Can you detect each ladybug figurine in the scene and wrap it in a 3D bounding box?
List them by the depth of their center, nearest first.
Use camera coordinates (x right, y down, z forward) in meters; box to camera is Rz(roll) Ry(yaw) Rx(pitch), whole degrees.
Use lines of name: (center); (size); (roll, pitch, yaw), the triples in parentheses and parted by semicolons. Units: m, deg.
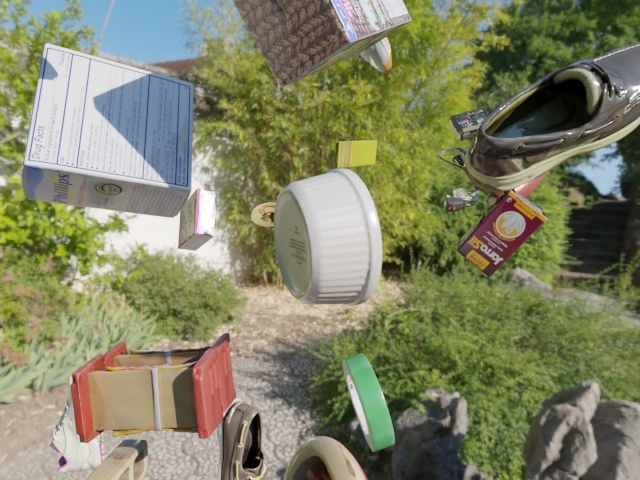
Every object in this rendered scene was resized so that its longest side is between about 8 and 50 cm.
ladybug figurine: (0.033, 0.753, 1.291); (0.161, 0.305, 0.449); (35, 7, -24)

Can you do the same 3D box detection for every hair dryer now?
hair dryer: (0.480, -0.182, 1.288); (0.293, 0.224, 0.080); (2, -24, 6)

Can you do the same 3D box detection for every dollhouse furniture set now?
dollhouse furniture set: (-0.244, 0.352, 0.738); (0.201, 0.375, 0.152); (-3, 5, 5)

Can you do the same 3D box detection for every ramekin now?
ramekin: (0.000, 0.000, 0.903); (0.127, 0.273, 0.273); (-7, 7, -22)

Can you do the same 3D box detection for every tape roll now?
tape roll: (0.162, 0.560, 1.625); (0.077, 0.322, 0.321); (-16, 6, -8)

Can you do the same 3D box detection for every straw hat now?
straw hat: (-0.184, -0.074, 1.711); (0.144, 0.061, 0.145); (-1, 41, 1)

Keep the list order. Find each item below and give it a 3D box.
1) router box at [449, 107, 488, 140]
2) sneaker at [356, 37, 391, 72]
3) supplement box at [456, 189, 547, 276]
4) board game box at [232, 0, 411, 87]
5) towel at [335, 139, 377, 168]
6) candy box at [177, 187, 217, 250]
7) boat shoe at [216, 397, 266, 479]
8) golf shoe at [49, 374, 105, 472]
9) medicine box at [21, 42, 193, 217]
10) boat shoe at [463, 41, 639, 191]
router box: (0.513, -0.394, 1.577); (0.122, 0.092, 0.038); (-16, -35, -4)
sneaker: (0.085, -0.508, 1.211); (0.121, 0.263, 0.099); (-29, -30, -6)
supplement box: (0.423, -0.021, 1.100); (0.104, 0.188, 0.081); (39, 24, 6)
board game box: (-0.002, -0.416, 0.761); (0.141, 0.232, 0.291); (-20, 16, 37)
towel: (0.139, -0.335, 1.801); (0.021, 0.102, 0.237); (21, 24, 39)
candy box: (-0.425, -0.066, 1.594); (0.071, 0.159, 0.233); (7, -18, -30)
boat shoe: (-0.197, 0.570, 1.210); (0.096, 0.325, 0.116); (7, 14, 31)
golf shoe: (-0.703, 0.529, 1.329); (0.140, 0.307, 0.115); (-8, 11, -21)
medicine box: (-0.416, -0.208, 0.942); (0.289, 0.264, 0.149); (7, -24, -28)
boat shoe: (0.237, -0.125, 0.432); (0.223, 0.080, 0.073); (-30, -24, -3)
